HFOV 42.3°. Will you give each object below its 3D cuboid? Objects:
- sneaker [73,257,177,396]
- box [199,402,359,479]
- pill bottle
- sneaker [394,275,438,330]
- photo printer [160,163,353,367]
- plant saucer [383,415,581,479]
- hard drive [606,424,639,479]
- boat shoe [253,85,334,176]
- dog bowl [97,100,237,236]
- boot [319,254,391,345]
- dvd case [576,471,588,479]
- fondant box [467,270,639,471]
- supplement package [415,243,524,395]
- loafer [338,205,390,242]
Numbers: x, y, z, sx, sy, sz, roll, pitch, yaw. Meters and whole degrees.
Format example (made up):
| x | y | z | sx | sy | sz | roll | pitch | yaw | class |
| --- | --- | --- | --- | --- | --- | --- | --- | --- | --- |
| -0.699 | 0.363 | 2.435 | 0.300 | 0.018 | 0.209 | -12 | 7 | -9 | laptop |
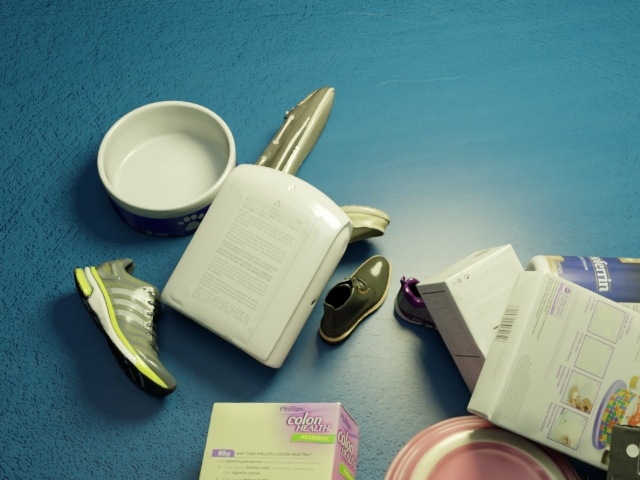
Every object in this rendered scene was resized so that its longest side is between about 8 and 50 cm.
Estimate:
| x | y | z | sx | sy | sz | roll | pitch | yaw | class |
| --- | --- | --- | --- | --- | --- | --- | --- | --- | --- |
| -0.324 | 0.140 | 1.456 | 0.121 | 0.111 | 0.300 | -28 | 64 | -20 | sneaker |
| -0.067 | 0.381 | 1.264 | 0.214 | 0.117 | 0.242 | -4 | 58 | 19 | box |
| 0.495 | 0.105 | 1.433 | 0.265 | 0.153 | 0.153 | 2 | 59 | 1 | pill bottle |
| 0.239 | 0.124 | 1.457 | 0.224 | 0.098 | 0.083 | 13 | 60 | 9 | sneaker |
| -0.105 | 0.030 | 1.455 | 0.256 | 0.107 | 0.307 | 28 | 88 | 18 | photo printer |
| 0.252 | 0.417 | 1.252 | 0.332 | 0.084 | 0.332 | 0 | 58 | 1 | plant saucer |
| 0.542 | 0.386 | 1.079 | 0.339 | 0.064 | 0.236 | 1 | 82 | 44 | hard drive |
| -0.073 | -0.190 | 1.648 | 0.096 | 0.112 | 0.335 | 23 | 65 | 9 | boat shoe |
| -0.295 | -0.141 | 1.626 | 0.265 | 0.104 | 0.264 | 0 | 58 | 0 | dog bowl |
| 0.069 | 0.082 | 1.463 | 0.077 | 0.137 | 0.197 | 26 | 62 | 16 | boot |
| 0.318 | 0.464 | 1.288 | 0.179 | 0.029 | 0.238 | 11 | 60 | 7 | dvd case |
| 0.422 | 0.217 | 1.266 | 0.330 | 0.096 | 0.238 | 24 | 83 | -8 | fondant box |
| 0.287 | 0.148 | 1.365 | 0.134 | 0.139 | 0.244 | -28 | 92 | -15 | supplement package |
| 0.000 | 0.000 | 1.543 | 0.269 | 0.102 | 0.092 | -9 | 74 | 11 | loafer |
